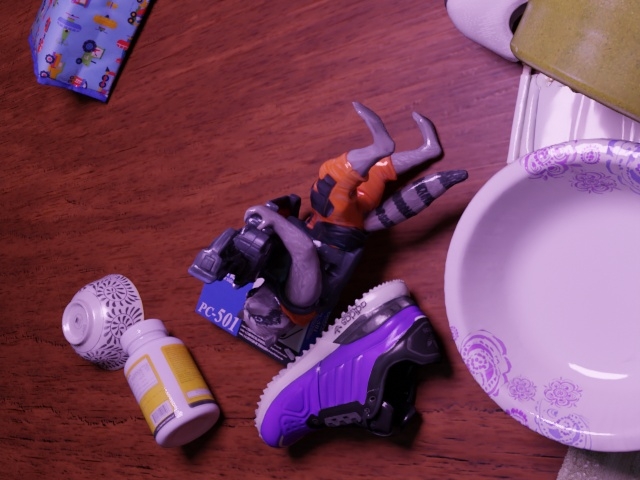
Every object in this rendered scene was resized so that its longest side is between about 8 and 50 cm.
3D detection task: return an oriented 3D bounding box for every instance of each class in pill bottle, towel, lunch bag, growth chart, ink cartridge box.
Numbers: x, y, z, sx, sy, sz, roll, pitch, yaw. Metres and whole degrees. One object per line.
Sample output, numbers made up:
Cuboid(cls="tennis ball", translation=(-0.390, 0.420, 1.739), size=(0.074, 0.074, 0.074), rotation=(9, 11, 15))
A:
Cuboid(cls="pill bottle", translation=(-0.237, 0.215, 1.083), size=(0.103, 0.103, 0.184), rotation=(-47, 60, 23))
Cuboid(cls="towel", translation=(0.300, 0.256, 0.732), size=(0.110, 0.027, 0.148), rotation=(23, 99, 37))
Cuboid(cls="lunch bag", translation=(-0.463, -0.433, 1.314), size=(0.293, 0.138, 0.221), rotation=(49, 116, 39))
Cuboid(cls="growth chart", translation=(0.310, -0.109, 0.765), size=(0.237, 0.021, 0.172), rotation=(17, 96, 36))
Cuboid(cls="ink cartridge box", translation=(-0.085, 0.100, 1.019), size=(0.207, 0.046, 0.097), rotation=(25, 98, 36))

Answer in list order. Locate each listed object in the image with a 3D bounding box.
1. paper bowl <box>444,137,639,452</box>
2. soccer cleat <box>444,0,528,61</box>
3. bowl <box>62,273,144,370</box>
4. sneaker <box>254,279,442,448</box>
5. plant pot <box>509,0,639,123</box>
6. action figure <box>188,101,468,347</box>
Cuboid(cls="paper bowl", translation=(0.276, 0.047, 0.684), size=(0.284, 0.148, 0.284), rotation=(2, 94, 37))
Cuboid(cls="soccer cleat", translation=(0.286, -0.341, 0.768), size=(0.143, 0.116, 0.331), rotation=(48, 114, 9))
Cuboid(cls="bowl", translation=(-0.390, 0.141, 1.218), size=(0.170, 0.080, 0.170), rotation=(-4, 83, 37))
Cuboid(cls="sneaker", translation=(0.037, 0.196, 0.884), size=(0.293, 0.102, 0.146), rotation=(-49, 61, 22))
Cuboid(cls="plant pot", translation=(0.344, -0.261, 0.570), size=(0.366, 0.366, 0.353), rotation=(39, 115, 32))
Cuboid(cls="action figure", translation=(0.000, 0.000, 0.832), size=(0.178, 0.341, 0.330), rotation=(38, 112, 5))
